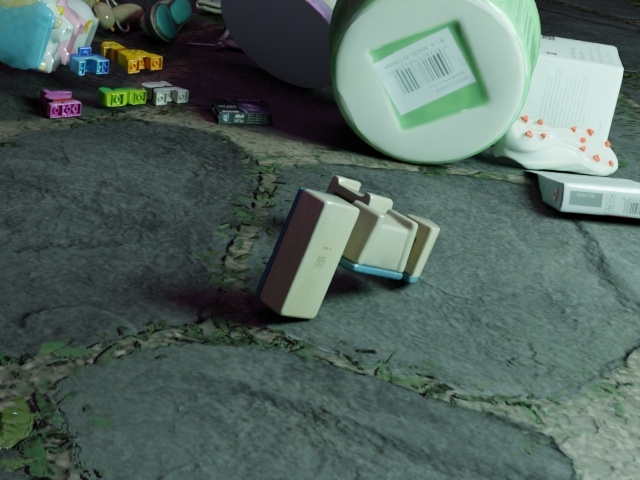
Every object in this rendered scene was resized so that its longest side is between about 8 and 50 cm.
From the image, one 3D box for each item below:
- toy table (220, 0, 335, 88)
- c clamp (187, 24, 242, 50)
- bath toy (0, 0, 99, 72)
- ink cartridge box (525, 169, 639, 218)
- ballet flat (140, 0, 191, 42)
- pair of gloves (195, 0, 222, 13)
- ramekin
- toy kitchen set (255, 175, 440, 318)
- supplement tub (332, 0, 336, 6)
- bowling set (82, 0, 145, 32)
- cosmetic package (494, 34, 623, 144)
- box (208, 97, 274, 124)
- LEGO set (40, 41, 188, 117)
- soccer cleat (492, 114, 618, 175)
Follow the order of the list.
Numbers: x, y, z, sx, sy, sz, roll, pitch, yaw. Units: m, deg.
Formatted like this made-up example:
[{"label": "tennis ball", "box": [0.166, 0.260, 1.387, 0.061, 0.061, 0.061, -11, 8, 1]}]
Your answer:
[{"label": "toy table", "box": [-0.012, -0.372, 1.793, 0.274, 0.252, 0.161, 39, 52, 23]}, {"label": "c clamp", "box": [-0.155, -0.371, 1.980, 0.137, 0.022, 0.161, 11, 25, 6]}, {"label": "bath toy", "box": [-0.410, -0.328, 1.575, 0.129, 0.151, 0.348, 22, 8, -6]}, {"label": "ink cartridge box", "box": [0.369, -0.064, 1.484, 0.145, 0.045, 0.179, 5, 7, -7]}, {"label": "ballet flat", "box": [-0.288, -0.394, 1.955, 0.068, 0.072, 0.213, -15, 20, 15]}, {"label": "pair of gloves", "box": [-0.108, -0.468, 2.183, 0.240, 0.042, 0.204, 11, 28, 11]}, {"label": "ramekin", "box": [0.153, -0.253, 1.507, 0.303, 0.303, 0.148, 10, 32, 4]}, {"label": "toy kitchen set", "box": [0.000, 0.000, 1.158, 0.207, 0.122, 0.166, 12, 14, -47]}, {"label": "supplement tub", "box": [0.032, -0.451, 2.052, 0.144, 0.144, 0.200, 15, 32, 13]}, {"label": "bowling set", "box": [-0.467, -0.467, 1.956, 0.200, 0.287, 0.154, -28, -2, 29]}, {"label": "cosmetic package", "box": [0.352, -0.224, 1.667, 0.183, 0.151, 0.151, 11, 24, 5]}, {"label": "box", "box": [-0.118, -0.191, 1.604, 0.083, 0.018, 0.067, -1, 26, -19]}, {"label": "LEGO set", "box": [-0.309, -0.244, 1.578, 0.227, 0.087, 0.093, -12, 32, -40]}, {"label": "soccer cleat", "box": [0.341, -0.130, 1.572, 0.196, 0.076, 0.068, 13, 55, -23]}]
